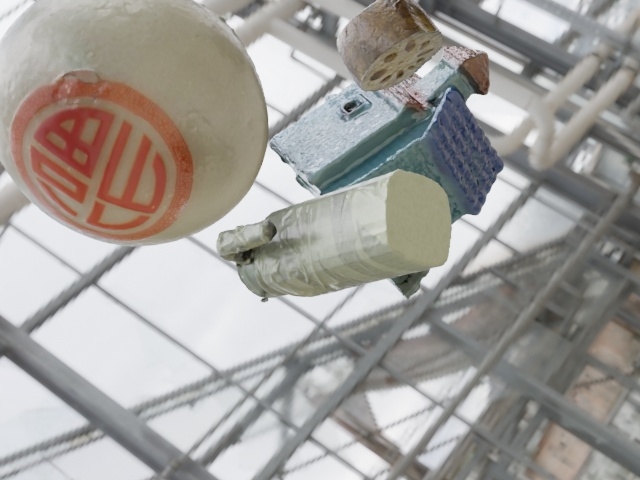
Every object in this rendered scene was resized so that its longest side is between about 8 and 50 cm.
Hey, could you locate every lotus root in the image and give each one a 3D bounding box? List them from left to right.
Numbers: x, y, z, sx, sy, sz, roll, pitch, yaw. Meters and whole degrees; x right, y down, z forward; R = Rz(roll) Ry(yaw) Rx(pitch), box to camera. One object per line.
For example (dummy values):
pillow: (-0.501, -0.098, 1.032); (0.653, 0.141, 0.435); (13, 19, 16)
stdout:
lotus root: (0.080, -0.240, 1.351); (0.122, 0.081, 0.112); (-37, -9, 30)

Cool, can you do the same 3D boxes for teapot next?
teapot: (0.000, 0.000, 0.918); (0.107, 0.200, 0.077); (12, -109, -38)

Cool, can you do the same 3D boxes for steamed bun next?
steamed bun: (-0.195, -0.109, 1.096); (0.177, 0.283, 0.283); (-75, 1, -53)

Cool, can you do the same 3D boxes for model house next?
model house: (0.133, -0.146, 1.689); (0.329, 0.295, 0.252); (-43, -60, 2)
